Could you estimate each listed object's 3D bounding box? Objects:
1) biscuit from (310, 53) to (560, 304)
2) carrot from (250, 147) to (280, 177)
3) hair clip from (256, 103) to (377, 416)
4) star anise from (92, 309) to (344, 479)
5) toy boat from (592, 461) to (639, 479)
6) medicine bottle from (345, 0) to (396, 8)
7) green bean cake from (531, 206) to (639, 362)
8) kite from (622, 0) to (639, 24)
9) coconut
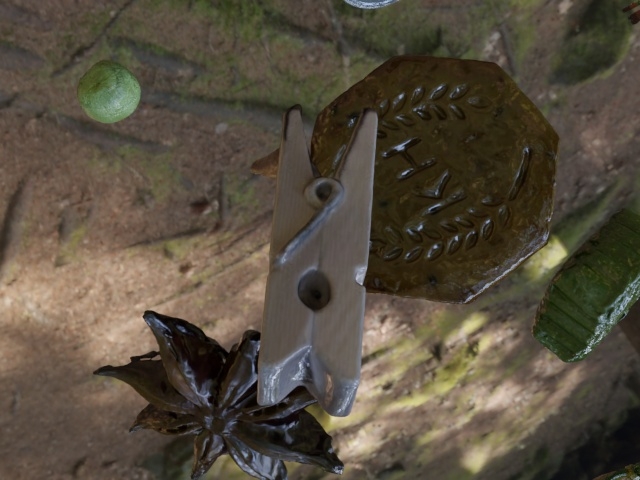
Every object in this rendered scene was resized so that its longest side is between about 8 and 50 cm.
[{"bbox_3d":[0.146,-0.086,1.096,0.359,0.359,0.046,-31,166,8],"label":"biscuit"},{"bbox_3d":[-0.090,-0.153,1.619,0.059,0.059,0.248,-15,-176,-21],"label":"carrot"},{"bbox_3d":[-0.001,0.003,0.759,0.101,0.331,0.085,9,141,-5],"label":"hair clip"},{"bbox_3d":[-0.093,0.154,0.835,0.272,0.102,0.272,11,129,14],"label":"star anise"},{"bbox_3d":[0.496,0.475,1.396,0.229,0.089,0.088,-51,-166,-31],"label":"toy boat"},{"bbox_3d":[0.062,-0.605,1.541,0.245,0.306,0.245,-13,140,-12],"label":"medicine bottle"},{"bbox_3d":[0.485,0.086,1.416,0.248,0.125,0.222,-35,154,-28],"label":"green bean cake"},{"bbox_3d":[0.381,-0.247,0.704,0.244,0.198,0.006,-30,149,4],"label":"kite"},{"bbox_3d":[-0.300,-0.210,1.152,0.088,0.088,0.096,-26,167,-2],"label":"coconut"}]
